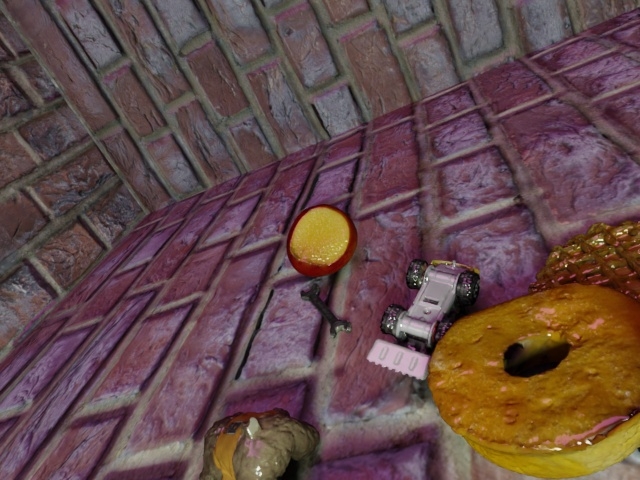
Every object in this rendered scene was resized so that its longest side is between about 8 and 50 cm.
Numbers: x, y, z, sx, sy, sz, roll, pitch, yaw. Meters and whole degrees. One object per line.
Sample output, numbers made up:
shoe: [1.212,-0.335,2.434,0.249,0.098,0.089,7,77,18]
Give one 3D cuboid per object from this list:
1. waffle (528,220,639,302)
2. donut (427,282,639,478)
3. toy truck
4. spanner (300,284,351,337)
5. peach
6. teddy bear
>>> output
waffle: [0.495,0.050,0.770,0.291,0.051,0.291,-23,23,11]
donut: [0.306,0.186,0.635,0.303,0.110,0.303,-25,23,11]
toy truck: [0.196,0.140,0.838,0.136,0.111,0.286,12,46,33]
spanner: [0.008,0.162,1.104,0.054,0.015,0.254,-32,24,-9]
peach: [0.000,0.000,1.225,0.190,0.190,0.192,-17,8,24]
teddy bear: [-0.116,0.340,0.754,0.190,0.140,0.177,-18,28,40]
